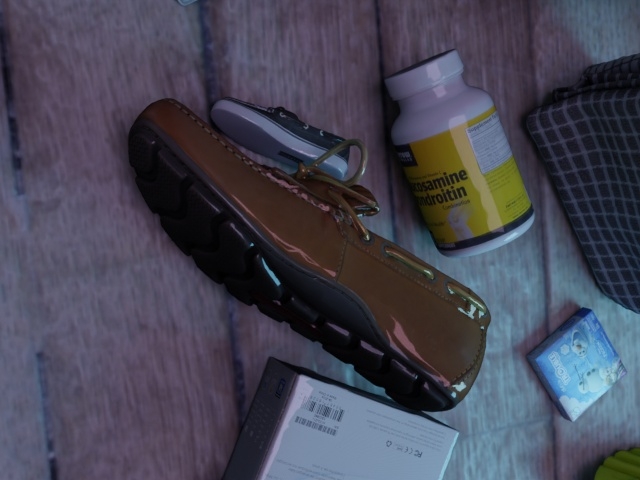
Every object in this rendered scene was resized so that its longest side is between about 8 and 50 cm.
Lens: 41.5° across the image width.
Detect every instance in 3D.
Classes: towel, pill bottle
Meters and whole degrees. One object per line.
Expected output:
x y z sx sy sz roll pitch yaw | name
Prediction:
0.342 -0.043 0.831 0.121 0.235 0.284 -30 103 -11 | towel
0.130 -0.084 0.815 0.103 0.103 0.184 -27 102 -17 | pill bottle

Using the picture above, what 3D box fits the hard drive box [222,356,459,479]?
0.000 0.251 0.794 0.181 0.089 0.232 24 84 -20 | hard drive box

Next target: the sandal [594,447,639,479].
0.443 0.310 0.951 0.317 0.126 0.138 7 95 -19 | sandal

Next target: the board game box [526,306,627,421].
0.283 0.137 0.931 0.090 0.020 0.090 -37 105 -13 | board game box

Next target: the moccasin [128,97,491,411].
0.001 -0.001 0.752 0.380 0.139 0.147 34 63 -9 | moccasin

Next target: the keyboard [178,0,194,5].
-0.025 -0.273 0.704 0.256 0.014 0.072 -20 138 16 | keyboard

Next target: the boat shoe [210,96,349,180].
-0.035 -0.100 0.786 0.142 0.049 0.040 26 65 -22 | boat shoe
